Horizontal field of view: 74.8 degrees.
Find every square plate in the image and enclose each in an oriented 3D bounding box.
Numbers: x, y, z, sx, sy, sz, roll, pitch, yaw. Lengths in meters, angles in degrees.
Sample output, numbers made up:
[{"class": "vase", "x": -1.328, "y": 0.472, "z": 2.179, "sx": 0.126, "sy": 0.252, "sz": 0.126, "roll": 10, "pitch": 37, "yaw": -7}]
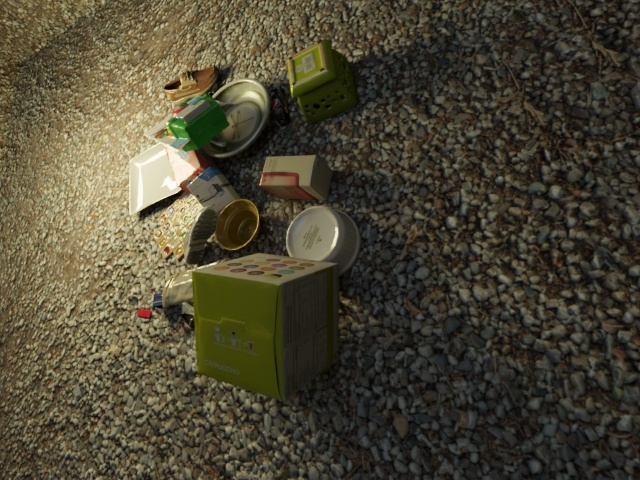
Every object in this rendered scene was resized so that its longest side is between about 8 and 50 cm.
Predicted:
[{"class": "square plate", "x": -0.823, "y": -0.327, "z": 2.106, "sx": 0.344, "sy": 0.049, "sz": 0.347, "roll": -21, "pitch": 64, "yaw": 20}]

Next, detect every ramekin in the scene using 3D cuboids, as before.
[{"class": "ramekin", "x": 0.000, "y": 0.000, "z": 1.503, "sx": 0.273, "sy": 0.127, "sz": 0.273, "roll": -9, "pitch": 69, "yaw": 25}]

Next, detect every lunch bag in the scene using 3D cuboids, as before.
[{"class": "lunch bag", "x": -0.671, "y": 0.263, "z": 1.810, "sx": 0.098, "sy": 0.067, "sz": 0.065, "roll": -12, "pitch": 68, "yaw": 23}]

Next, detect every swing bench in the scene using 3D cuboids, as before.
[{"class": "swing bench", "x": -0.414, "y": 0.174, "z": 1.590, "sx": 0.253, "sy": 0.255, "sz": 0.165, "roll": -14, "pitch": 67, "yaw": 23}]

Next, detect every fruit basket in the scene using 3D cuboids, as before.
[{"class": "fruit basket", "x": -0.578, "y": -0.532, "z": 1.821, "sx": 0.353, "sy": 0.165, "sz": 0.327, "roll": 32, "pitch": 67, "yaw": 36}]

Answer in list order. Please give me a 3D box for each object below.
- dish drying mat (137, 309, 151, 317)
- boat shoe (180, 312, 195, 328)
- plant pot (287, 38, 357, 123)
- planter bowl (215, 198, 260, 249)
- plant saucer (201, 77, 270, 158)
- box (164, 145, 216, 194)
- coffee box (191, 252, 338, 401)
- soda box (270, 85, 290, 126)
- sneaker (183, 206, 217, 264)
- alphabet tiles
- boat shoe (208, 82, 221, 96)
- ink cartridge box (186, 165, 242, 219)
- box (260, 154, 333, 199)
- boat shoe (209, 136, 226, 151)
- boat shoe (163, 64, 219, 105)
[{"class": "dish drying mat", "x": -0.794, "y": 0.329, "z": 1.888, "sx": 0.083, "sy": 0.008, "sz": 0.032, "roll": 0, "pitch": 74, "yaw": 27}, {"class": "boat shoe", "x": -0.514, "y": 0.336, "z": 1.710, "sx": 0.152, "sy": 0.049, "sz": 0.056, "roll": 16, "pitch": 81, "yaw": 31}, {"class": "plant pot", "x": -0.004, "y": -0.646, "z": 1.681, "sx": 0.227, "sy": 0.207, "sz": 0.228, "roll": -18, "pitch": 65, "yaw": 23}, {"class": "planter bowl", "x": -0.316, "y": -0.053, "z": 1.713, "sx": 0.217, "sy": 0.090, "sz": 0.217, "roll": -9, "pitch": 70, "yaw": 26}, {"class": "plant saucer", "x": -0.378, "y": -0.541, "z": 1.908, "sx": 0.400, "sy": 0.100, "sz": 0.400, "roll": -9, "pitch": 70, "yaw": 26}, {"class": "box", "x": -0.588, "y": -0.356, "z": 1.920, "sx": 0.142, "sy": 0.154, "sz": 0.300, "roll": -37, "pitch": 56, "yaw": 12}, {"class": "coffee box", "x": -0.162, "y": 0.243, "z": 1.323, "sx": 0.338, "sy": 0.334, "sz": 0.338, "roll": 5, "pitch": 100, "yaw": 30}, {"class": "soda box", "x": -0.176, "y": -0.588, "z": 1.839, "sx": 0.053, "sy": 0.060, "sz": 0.169, "roll": -18, "pitch": 65, "yaw": 23}, {"class": "sneaker", "x": -0.530, "y": -0.035, "z": 1.773, "sx": 0.115, "sy": 0.105, "sz": 0.281, "roll": 49, "pitch": 120, "yaw": 35}, {"class": "alphabet tiles", "x": -0.635, "y": -0.082, "z": 1.942, "sx": 0.342, "sy": 0.011, "sz": 0.285, "roll": -42, "pitch": 59, "yaw": 10}, {"class": "boat shoe", "x": -0.531, "y": -0.731, "z": 2.092, "sx": 0.049, "sy": 0.042, "sz": 0.133, "roll": -1, "pitch": 71, "yaw": 31}, {"class": "ink cartridge box", "x": -0.447, "y": -0.199, "z": 1.783, "sx": 0.140, "sy": 0.082, "sz": 0.190, "roll": -37, "pitch": 94, "yaw": 13}, {"class": "box", "x": -0.092, "y": -0.240, "z": 1.622, "sx": 0.232, "sy": 0.148, "sz": 0.126, "roll": 5, "pitch": 76, "yaw": 30}, {"class": "boat shoe", "x": -0.453, "y": -0.421, "z": 1.823, "sx": 0.142, "sy": 0.049, "sz": 0.040, "roll": 33, "pitch": 134, "yaw": 43}, {"class": "boat shoe", "x": -0.664, "y": -0.804, "z": 2.138, "sx": 0.324, "sy": 0.116, "sz": 0.123, "roll": -22, "pitch": 57, "yaw": 20}]
